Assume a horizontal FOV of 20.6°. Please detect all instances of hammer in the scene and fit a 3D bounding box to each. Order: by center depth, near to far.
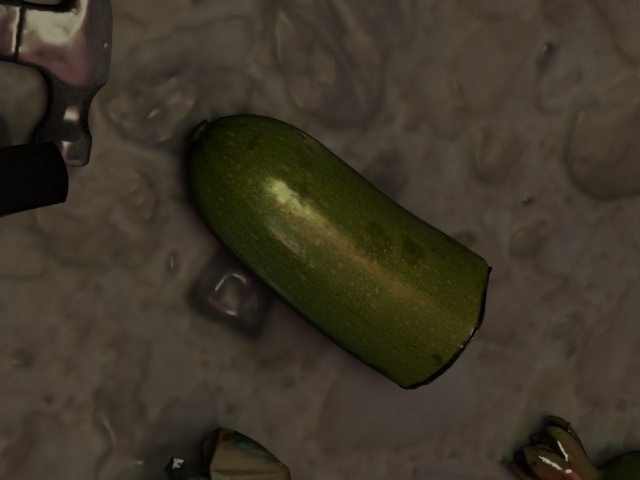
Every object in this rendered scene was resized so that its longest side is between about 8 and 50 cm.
[{"bbox_3d":[-0.246,-0.125,0.891,0.290,0.037,0.137,8,98,-22],"label":"hammer"}]

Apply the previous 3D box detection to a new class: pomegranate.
[{"bbox_3d":[0.178,0.171,1.080,0.142,0.114,0.114,42,83,3],"label":"pomegranate"}]

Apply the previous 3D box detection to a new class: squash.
[{"bbox_3d":[0.000,0.000,0.985,0.188,0.095,0.095,34,87,-20],"label":"squash"}]

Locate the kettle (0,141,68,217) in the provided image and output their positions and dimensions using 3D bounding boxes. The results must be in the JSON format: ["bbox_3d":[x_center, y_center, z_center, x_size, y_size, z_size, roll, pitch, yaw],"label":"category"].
[{"bbox_3d":[-0.223,-0.011,0.813,0.221,0.236,0.161,-14,92,-19],"label":"kettle"}]

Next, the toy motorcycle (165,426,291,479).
[{"bbox_3d":[-0.100,0.180,0.984,0.229,0.094,0.130,-13,100,-5],"label":"toy motorcycle"}]
